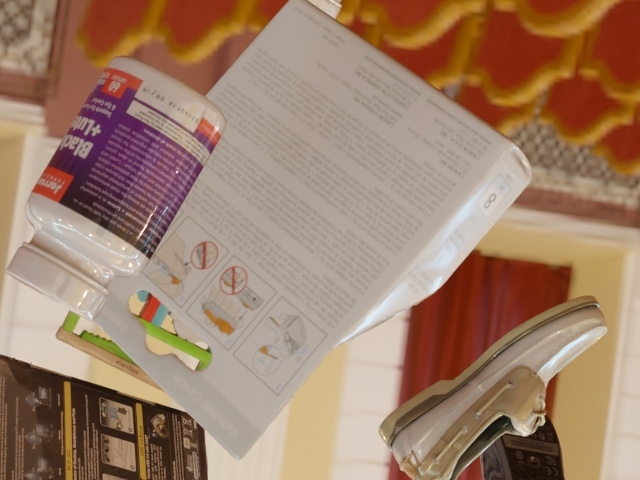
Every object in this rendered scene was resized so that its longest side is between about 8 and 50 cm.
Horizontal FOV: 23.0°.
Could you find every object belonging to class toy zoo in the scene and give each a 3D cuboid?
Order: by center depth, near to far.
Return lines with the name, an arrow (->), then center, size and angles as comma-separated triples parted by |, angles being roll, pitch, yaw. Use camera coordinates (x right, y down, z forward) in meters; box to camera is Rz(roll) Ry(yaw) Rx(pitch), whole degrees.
toy zoo -> -0.174, 0.032, 1.944 | 0.192, 0.293, 0.030 | 27, 179, -13

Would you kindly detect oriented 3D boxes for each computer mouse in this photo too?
computer mouse -> 0.271, 0.339, 2.157 | 0.188, 0.272, 0.072 | 17, 138, -23

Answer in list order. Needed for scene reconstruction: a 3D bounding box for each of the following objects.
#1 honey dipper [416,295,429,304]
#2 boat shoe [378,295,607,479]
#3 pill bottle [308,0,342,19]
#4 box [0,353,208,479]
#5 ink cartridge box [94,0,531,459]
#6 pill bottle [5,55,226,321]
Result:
honey dipper -> 0.080, 0.083, 1.880 | 0.030, 0.030, 0.160 | 6, -153, 43
boat shoe -> 0.220, 0.184, 1.849 | 0.302, 0.103, 0.113 | -35, 154, 3
pill bottle -> 0.043, -0.488, 2.308 | 0.181, 0.323, 0.181 | 30, -173, -4
box -> -0.271, 0.340, 1.773 | 0.318, 0.395, 0.097 | 22, 132, -32
ink cartridge box -> -0.032, -0.013, 1.528 | 0.308, 0.385, 0.091 | 39, 178, 32
pill bottle -> -0.165, -0.039, 1.241 | 0.108, 0.193, 0.108 | 28, 171, 5
